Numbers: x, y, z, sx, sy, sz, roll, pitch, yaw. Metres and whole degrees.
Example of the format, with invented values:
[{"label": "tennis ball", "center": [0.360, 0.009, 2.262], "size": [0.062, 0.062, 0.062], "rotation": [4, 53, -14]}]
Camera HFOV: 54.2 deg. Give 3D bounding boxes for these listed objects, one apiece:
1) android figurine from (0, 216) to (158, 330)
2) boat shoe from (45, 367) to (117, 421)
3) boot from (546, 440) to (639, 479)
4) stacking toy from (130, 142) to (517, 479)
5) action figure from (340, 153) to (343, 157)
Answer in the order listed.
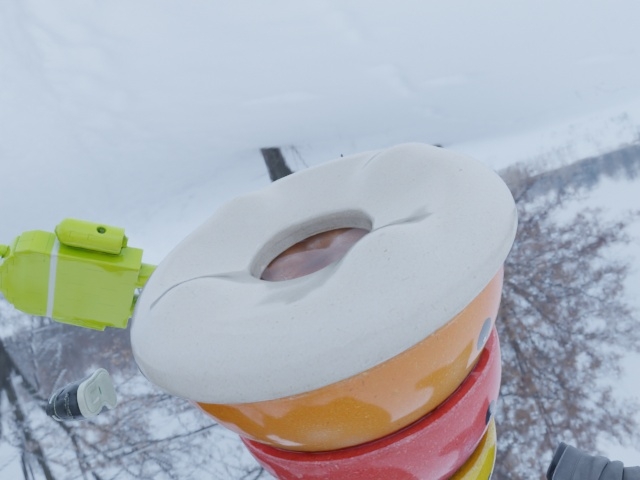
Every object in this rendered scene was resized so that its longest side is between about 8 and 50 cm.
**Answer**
[{"label": "android figurine", "center": [-0.377, 0.061, 0.977], "size": [0.272, 0.056, 0.248], "rotation": [12, 136, -14]}, {"label": "boat shoe", "center": [-0.443, 0.294, 1.182], "size": [0.079, 0.084, 0.233], "rotation": [-18, 174, -4]}, {"label": "boot", "center": [0.353, 0.396, 0.676], "size": [0.222, 0.118, 0.338], "rotation": [-1, -137, 19]}, {"label": "stacking toy", "center": [0.066, 0.175, 0.636], "size": [0.350, 0.480, 0.350], "rotation": [-19, -155, 9]}, {"label": "action figure", "center": [0.000, 0.000, 1.013], "size": [0.164, 0.141, 0.276], "rotation": [5, 134, -40]}]
